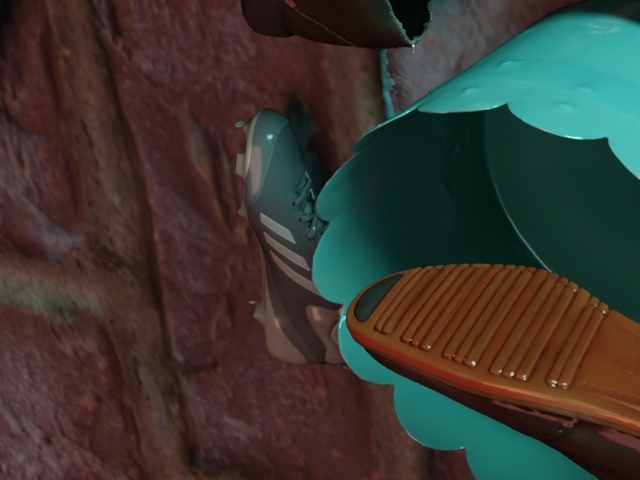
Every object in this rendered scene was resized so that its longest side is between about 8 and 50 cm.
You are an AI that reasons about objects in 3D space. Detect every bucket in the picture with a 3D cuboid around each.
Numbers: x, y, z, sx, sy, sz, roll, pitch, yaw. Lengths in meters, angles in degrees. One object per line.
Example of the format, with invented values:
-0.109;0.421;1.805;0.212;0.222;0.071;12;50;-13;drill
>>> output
0.156;0.003;1.099;0.281;0.183;0.281;21;130;27;bucket

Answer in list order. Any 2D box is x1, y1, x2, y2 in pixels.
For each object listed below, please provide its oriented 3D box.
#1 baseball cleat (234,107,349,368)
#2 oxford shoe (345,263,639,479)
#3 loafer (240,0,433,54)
0.000;0.000;1.315;0.109;0.072;0.206;7;129;18;baseball cleat
0.135;0.088;0.977;0.271;0.097;0.098;18;134;27;oxford shoe
0.033;-0.223;1.044;0.130;0.134;0.366;18;160;5;loafer
